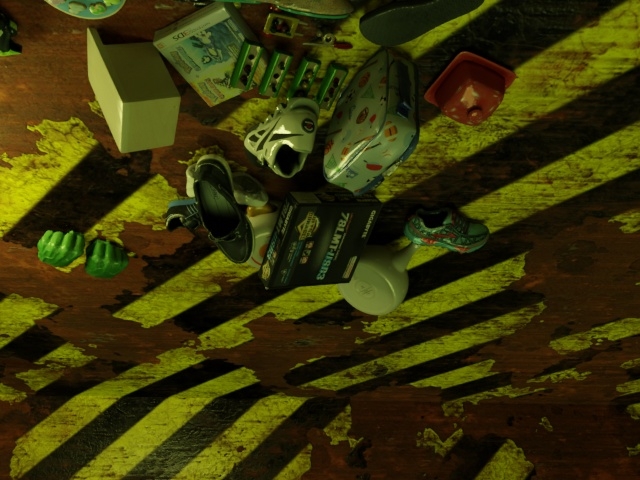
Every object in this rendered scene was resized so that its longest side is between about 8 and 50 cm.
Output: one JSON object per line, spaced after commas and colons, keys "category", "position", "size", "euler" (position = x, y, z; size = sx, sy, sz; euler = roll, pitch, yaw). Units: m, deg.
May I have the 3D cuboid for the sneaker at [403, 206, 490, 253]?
{"category": "sneaker", "position": [0.387, -0.037, 1.720], "size": [0.262, 0.104, 0.125], "euler": [4, 143, -5]}

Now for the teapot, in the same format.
{"category": "teapot", "position": [0.182, 0.107, 1.875], "size": [0.256, 0.187, 0.252], "euler": [15, 132, 26]}

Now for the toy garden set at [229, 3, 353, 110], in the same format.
{"category": "toy garden set", "position": [-0.045, -0.380, 1.231], "size": [0.244, 0.049, 0.203], "euler": [7, 134, -26]}

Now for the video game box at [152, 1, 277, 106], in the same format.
{"category": "video game box", "position": [-0.224, -0.401, 1.252], "size": [0.187, 0.048, 0.205], "euler": [-15, 143, 25]}

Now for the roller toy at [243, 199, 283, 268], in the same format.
{"category": "roller toy", "position": [-0.148, -0.020, 1.716], "size": [0.209, 0.146, 0.191], "euler": [19, 131, -29]}

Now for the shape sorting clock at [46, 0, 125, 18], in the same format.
{"category": "shape sorting clock", "position": [-0.472, -0.512, 1.101], "size": [0.206, 0.040, 0.206], "euler": [0, 145, 0]}

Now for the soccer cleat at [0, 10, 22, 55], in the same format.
{"category": "soccer cleat", "position": [-0.667, -0.453, 1.183], "size": [0.072, 0.060, 0.179], "euler": [-4, 153, -10]}

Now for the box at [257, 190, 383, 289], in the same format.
{"category": "box", "position": [0.000, 0.000, 1.639], "size": [0.293, 0.073, 0.295], "euler": [0, 127, -33]}

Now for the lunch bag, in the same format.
{"category": "lunch bag", "position": [0.116, -0.253, 1.235], "size": [0.115, 0.303, 0.243], "euler": [25, 139, -25]}

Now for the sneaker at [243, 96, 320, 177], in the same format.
{"category": "sneaker", "position": [-0.107, -0.212, 1.393], "size": [0.123, 0.146, 0.330], "euler": [6, 165, -23]}

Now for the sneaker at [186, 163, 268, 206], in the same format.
{"category": "sneaker", "position": [-0.261, -0.133, 1.601], "size": [0.232, 0.090, 0.115], "euler": [18, 136, -8]}

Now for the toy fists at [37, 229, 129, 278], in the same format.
{"category": "toy fists", "position": [-0.762, 0.041, 1.867], "size": [0.279, 0.096, 0.142], "euler": [21, 150, -29]}

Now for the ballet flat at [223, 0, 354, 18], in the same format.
{"category": "ballet flat", "position": [-0.086, -0.490, 1.077], "size": [0.316, 0.107, 0.106], "euler": [5, 132, -7]}

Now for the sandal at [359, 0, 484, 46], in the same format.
{"category": "sandal", "position": [0.201, -0.463, 1.160], "size": [0.255, 0.054, 0.097], "euler": [-16, 150, 7]}

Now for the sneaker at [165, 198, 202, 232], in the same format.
{"category": "sneaker", "position": [-0.346, -0.080, 1.681], "size": [0.232, 0.090, 0.081], "euler": [-12, 143, 19]}

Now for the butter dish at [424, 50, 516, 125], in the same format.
{"category": "butter dish", "position": [0.341, -0.317, 1.300], "size": [0.160, 0.118, 0.160], "euler": [16, 143, -21]}

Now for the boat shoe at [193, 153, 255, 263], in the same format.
{"category": "boat shoe", "position": [-0.258, -0.054, 1.524], "size": [0.127, 0.113, 0.340], "euler": [0, 127, 7]}

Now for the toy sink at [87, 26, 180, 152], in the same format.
{"category": "toy sink", "position": [-0.405, -0.334, 1.256], "size": [0.131, 0.234, 0.152], "euler": [-16, 154, -30]}
